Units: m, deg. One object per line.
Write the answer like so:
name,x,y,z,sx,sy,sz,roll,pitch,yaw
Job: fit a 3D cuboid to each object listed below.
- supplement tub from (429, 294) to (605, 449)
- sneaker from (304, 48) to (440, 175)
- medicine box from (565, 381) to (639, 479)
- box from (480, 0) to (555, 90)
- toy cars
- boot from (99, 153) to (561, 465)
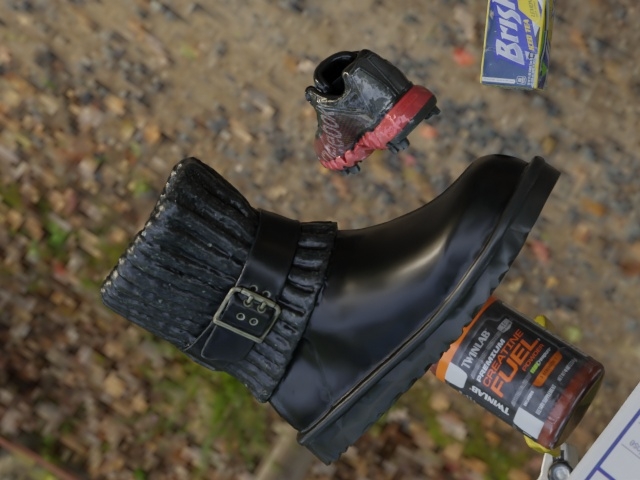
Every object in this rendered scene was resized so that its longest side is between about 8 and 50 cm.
supplement tub,0.183,0.121,1.654,0.198,0.106,0.106,32,158,18
sneaker,0.039,-0.159,1.938,0.135,0.097,0.276,45,162,-7
medicine box,0.257,0.260,1.034,0.263,0.289,0.149,39,-172,25
box,0.195,-0.230,1.563,0.059,0.169,0.054,7,-176,19
toy cars,0.302,0.291,2.247,0.087,0.176,0.393,-5,117,18
boot,-0.002,0.002,1.306,0.260,0.131,0.348,40,115,-3
